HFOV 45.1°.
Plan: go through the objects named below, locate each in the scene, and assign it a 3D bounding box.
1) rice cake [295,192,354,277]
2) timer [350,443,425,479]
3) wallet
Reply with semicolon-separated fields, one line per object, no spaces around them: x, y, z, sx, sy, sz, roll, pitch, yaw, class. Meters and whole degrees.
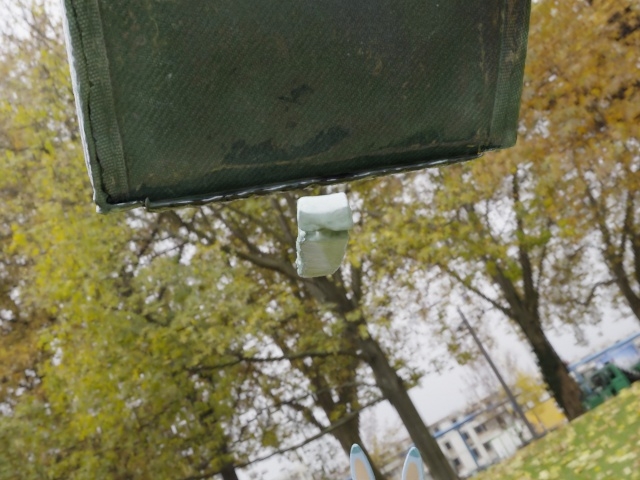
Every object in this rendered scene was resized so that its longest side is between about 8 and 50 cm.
0.000;0.000;0.993;0.066;0.063;0.336;-7;-8;-4;rice cake
0.118;0.494;1.309;0.175;0.175;0.255;-23;-64;-13;timer
-0.008;-0.153;0.560;0.342;0.075;0.237;-11;-65;-17;wallet
